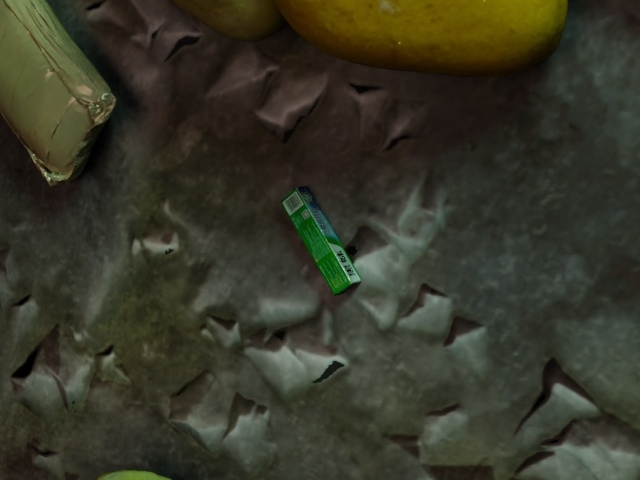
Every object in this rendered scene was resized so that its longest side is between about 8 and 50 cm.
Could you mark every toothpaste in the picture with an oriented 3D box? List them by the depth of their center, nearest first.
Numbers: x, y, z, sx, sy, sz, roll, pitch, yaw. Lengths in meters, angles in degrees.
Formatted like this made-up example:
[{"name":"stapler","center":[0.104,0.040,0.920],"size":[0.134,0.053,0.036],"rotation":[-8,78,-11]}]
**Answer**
[{"name":"toothpaste","center":[0.000,0.000,0.777],"size":[0.020,0.017,0.083],"rotation":[-38,76,32]}]

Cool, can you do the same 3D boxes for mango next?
[{"name":"mango","center":[0.058,-0.164,0.642],"size":[0.195,0.098,0.137],"rotation":[26,121,-5]}]

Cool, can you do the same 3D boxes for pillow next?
[{"name":"pillow","center":[-0.249,-0.147,0.911],"size":[0.208,0.053,0.119],"rotation":[52,127,17]}]

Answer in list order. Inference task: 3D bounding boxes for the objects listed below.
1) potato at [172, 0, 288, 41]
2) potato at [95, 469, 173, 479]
[{"name":"potato","center":[-0.070,-0.232,0.721],"size":[0.157,0.157,0.194],"rotation":[-15,105,37]},{"name":"potato","center":[-0.100,0.310,0.828],"size":[0.176,0.141,0.298],"rotation":[-47,71,22]}]
